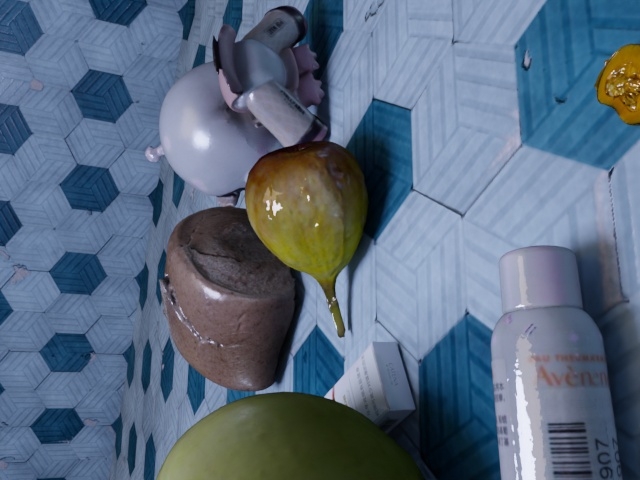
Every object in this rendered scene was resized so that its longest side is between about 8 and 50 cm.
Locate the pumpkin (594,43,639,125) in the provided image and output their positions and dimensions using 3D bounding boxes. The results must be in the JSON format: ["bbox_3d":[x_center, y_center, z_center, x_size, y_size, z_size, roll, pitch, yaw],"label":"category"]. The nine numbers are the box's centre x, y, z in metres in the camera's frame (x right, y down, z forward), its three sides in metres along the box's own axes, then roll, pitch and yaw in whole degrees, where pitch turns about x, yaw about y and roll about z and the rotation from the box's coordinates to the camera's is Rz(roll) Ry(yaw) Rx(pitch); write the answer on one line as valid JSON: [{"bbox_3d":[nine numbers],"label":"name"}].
[{"bbox_3d":[0.225,-0.108,0.433,0.083,0.028,0.050,-104,32,-55],"label":"pumpkin"}]

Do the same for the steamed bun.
[{"bbox_3d":[-0.174,0.092,1.056,0.301,0.199,0.251,-121,43,-52],"label":"steamed bun"}]

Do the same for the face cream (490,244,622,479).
[{"bbox_3d":[0.165,0.135,0.440,0.082,0.082,0.268,150,122,-61],"label":"face cream"}]

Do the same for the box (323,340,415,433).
[{"bbox_3d":[0.050,0.193,0.731,0.154,0.040,0.083,121,144,-44],"label":"box"}]

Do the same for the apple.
[{"bbox_3d":[-0.027,0.291,0.595,0.292,0.254,0.291,10,103,54],"label":"apple"}]

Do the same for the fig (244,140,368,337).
[{"bbox_3d":[0.000,0.000,0.804,0.159,0.159,0.256,-3,100,65],"label":"fig"}]

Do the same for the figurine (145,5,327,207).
[{"bbox_3d":[-0.147,-0.223,1.059,0.361,0.211,0.252,-30,53,57],"label":"figurine"}]
